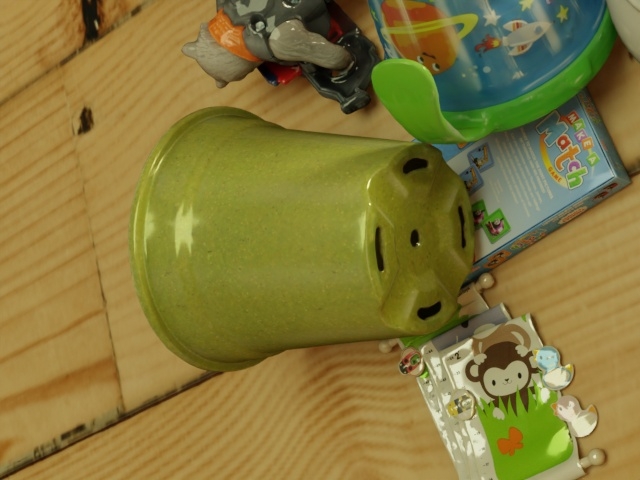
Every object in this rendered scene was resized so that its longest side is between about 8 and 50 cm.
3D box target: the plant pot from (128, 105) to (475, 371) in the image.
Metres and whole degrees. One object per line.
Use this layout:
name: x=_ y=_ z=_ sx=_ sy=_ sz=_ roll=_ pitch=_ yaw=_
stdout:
plant pot: x=0.000 y=0.000 z=1.341 sx=0.253 sy=0.276 sz=0.276 roll=1 pitch=81 yaw=39

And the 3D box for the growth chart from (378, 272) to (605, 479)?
growth chart: x=0.167 y=0.150 z=1.342 sx=0.172 sy=0.021 sz=0.237 roll=-41 pitch=59 yaw=24

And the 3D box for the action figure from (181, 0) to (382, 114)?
action figure: x=-0.039 y=-0.319 z=1.510 sx=0.330 sy=0.178 sz=0.341 roll=-52 pitch=56 yaw=7

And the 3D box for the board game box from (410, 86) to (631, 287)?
board game box: x=0.184 y=-0.072 z=1.361 sx=0.211 sy=0.039 sz=0.160 roll=-35 pitch=61 yaw=31

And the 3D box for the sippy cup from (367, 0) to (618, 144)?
sippy cup: x=0.133 y=-0.255 z=1.268 sx=0.240 sy=0.224 sz=0.305 roll=-26 pitch=43 yaw=8

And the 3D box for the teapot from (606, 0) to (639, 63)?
teapot: x=0.343 y=-0.242 z=1.172 sx=0.256 sy=0.187 sz=0.253 roll=-1 pitch=81 yaw=38
